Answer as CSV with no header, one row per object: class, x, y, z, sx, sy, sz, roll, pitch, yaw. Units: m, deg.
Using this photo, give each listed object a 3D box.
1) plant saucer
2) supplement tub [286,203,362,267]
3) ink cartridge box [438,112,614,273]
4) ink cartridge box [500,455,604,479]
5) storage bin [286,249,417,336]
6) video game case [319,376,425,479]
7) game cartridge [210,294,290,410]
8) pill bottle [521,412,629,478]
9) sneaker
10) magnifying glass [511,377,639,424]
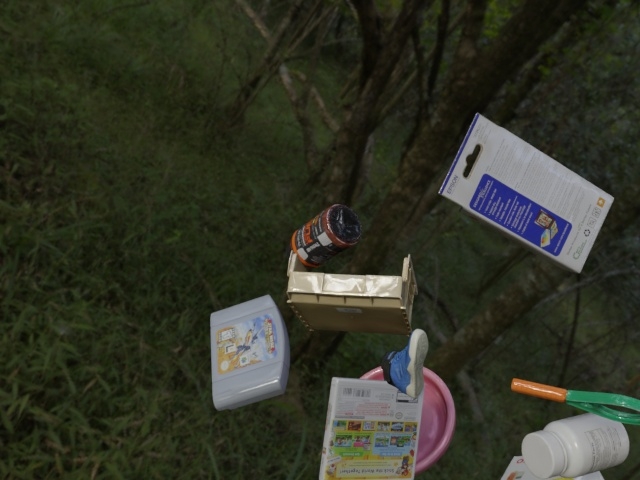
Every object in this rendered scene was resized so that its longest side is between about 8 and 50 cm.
plant saucer,0.209,0.496,1.800,0.332,0.332,0.084,-108,170,-46
supplement tub,0.000,0.000,1.542,0.106,0.198,0.106,19,56,-30
ink cartridge box,0.406,-0.089,1.321,0.371,0.175,0.069,27,-3,-21
ink cartridge box,0.671,0.829,2.022,0.385,0.279,0.160,-35,97,-45
storage bin,0.077,0.120,1.500,0.260,0.262,0.123,64,31,-63
video game case,0.110,0.392,1.365,0.227,0.206,0.026,10,-5,-30
game cartridge,-0.178,0.271,1.665,0.297,0.198,0.062,-103,167,-46
pill bottle,0.593,0.482,1.546,0.229,0.131,0.131,-4,46,-26
sneaker,0.153,0.222,1.243,0.084,0.152,0.058,20,39,32
magnifying glass,0.446,0.274,1.132,0.231,0.026,0.092,11,-26,25
